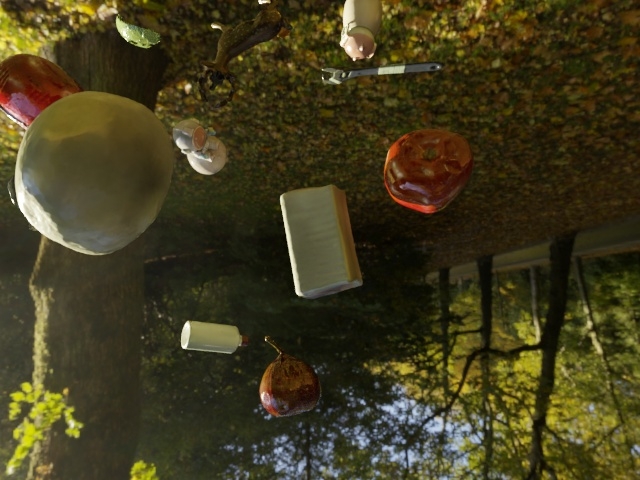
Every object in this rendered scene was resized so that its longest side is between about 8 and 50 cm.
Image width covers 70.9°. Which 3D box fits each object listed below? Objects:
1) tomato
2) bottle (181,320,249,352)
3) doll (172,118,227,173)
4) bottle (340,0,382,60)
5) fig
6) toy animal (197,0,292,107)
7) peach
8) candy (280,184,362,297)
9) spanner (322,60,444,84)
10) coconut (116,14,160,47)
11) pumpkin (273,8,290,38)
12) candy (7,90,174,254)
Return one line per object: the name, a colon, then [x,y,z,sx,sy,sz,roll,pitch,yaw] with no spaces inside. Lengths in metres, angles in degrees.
tomato: [0.355,-0.229,1.492,0.298,0.299,0.226,-6,152,14]
bottle: [-0.384,0.362,1.676,0.245,0.104,0.104,15,163,-30]
doll: [-0.426,-0.333,1.575,0.150,0.151,0.287,-5,168,6]
bottle: [0.152,-0.793,1.696,0.147,0.237,0.147,7,164,2]
fig: [-0.110,0.452,1.502,0.203,0.250,0.186,-4,153,-21]
toy animal: [-0.183,-0.437,1.002,0.243,0.260,0.087,-34,134,17]
peach: [-0.696,-0.348,1.146,0.158,0.267,0.154,-31,-161,29]
candy: [-0.003,0.000,1.470,0.208,0.359,0.145,-14,167,17]
spanner: [0.154,-0.439,1.156,0.315,0.024,0.087,1,175,15]
coconut: [-0.635,-0.705,1.535,0.158,0.055,0.133,16,175,44]
pumpkin: [-0.134,-0.669,1.394,0.054,0.074,0.083,-29,-170,16]
candy: [-0.499,-0.149,1.045,0.186,0.386,0.427,21,176,14]
